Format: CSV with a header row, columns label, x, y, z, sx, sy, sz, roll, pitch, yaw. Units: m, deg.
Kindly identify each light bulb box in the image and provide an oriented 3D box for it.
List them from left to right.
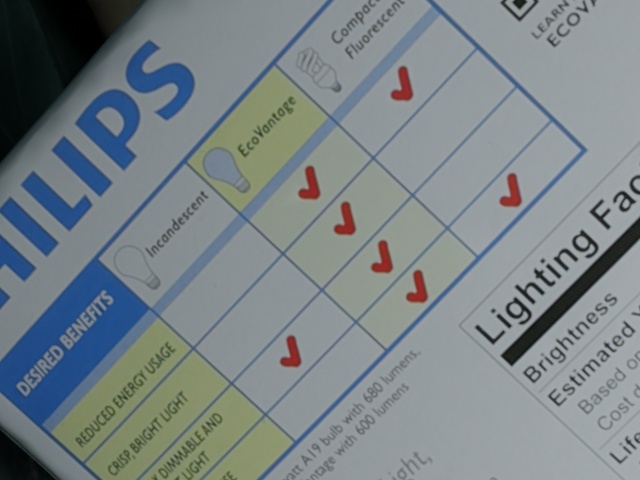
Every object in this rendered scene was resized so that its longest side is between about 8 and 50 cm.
label,x,y,z,sx,sy,sz,roll,pitch,yaw
light bulb box,0.065,0.010,0.560,0.361,0.358,0.225,43,9,-3

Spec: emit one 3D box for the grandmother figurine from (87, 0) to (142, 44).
label,x,y,z,sx,sy,sz,roll,pitch,yaw
grandmother figurine,-0.146,-0.183,0.893,0.342,0.104,0.208,70,36,-55
